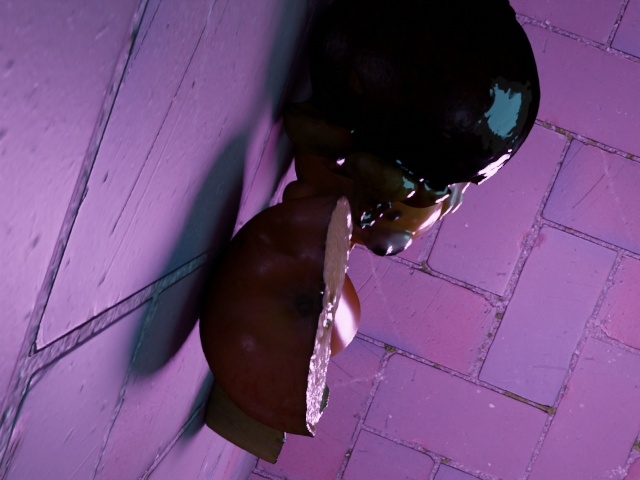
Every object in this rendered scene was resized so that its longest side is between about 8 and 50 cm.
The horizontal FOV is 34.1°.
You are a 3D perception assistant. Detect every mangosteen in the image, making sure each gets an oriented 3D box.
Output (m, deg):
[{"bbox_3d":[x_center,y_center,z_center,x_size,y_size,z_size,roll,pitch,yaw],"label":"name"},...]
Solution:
[{"bbox_3d":[0.115,-0.183,1.354,0.347,0.307,0.307,-56,177,4],"label":"mangosteen"}]

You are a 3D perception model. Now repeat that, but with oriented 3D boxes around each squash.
[{"bbox_3d":[-0.111,0.281,1.787,0.204,0.155,0.237,-63,170,-51],"label":"squash"}]

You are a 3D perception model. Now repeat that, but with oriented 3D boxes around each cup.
[{"bbox_3d":[-0.034,0.061,1.709,0.264,0.182,0.226,82,-7,-65],"label":"cup"}]

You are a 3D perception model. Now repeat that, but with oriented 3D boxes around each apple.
[{"bbox_3d":[-0.063,0.082,1.276,0.251,0.163,0.293,68,29,-72],"label":"apple"}]

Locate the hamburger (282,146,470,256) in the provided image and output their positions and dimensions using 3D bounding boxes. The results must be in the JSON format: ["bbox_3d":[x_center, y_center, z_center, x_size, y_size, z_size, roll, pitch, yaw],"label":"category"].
[{"bbox_3d":[0.085,-0.110,1.596,0.237,0.276,0.276,-48,163,-42],"label":"hamburger"}]

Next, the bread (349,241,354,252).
[{"bbox_3d":[0.012,-0.026,2.102,0.199,0.104,0.199,-55,161,-30],"label":"bread"}]
